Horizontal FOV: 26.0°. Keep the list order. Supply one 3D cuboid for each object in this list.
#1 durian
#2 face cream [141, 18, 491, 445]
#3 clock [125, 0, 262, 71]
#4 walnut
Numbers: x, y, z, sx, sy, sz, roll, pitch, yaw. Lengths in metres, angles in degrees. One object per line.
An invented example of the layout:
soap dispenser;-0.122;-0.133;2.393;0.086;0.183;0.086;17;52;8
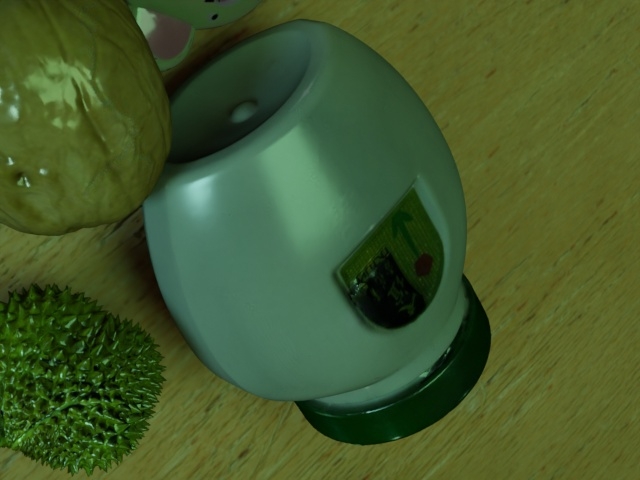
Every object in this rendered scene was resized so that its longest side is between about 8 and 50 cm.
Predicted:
durian;-0.209;0.114;1.157;0.198;0.159;0.146;13;98;-42
face cream;0.000;0.000;1.266;0.312;0.219;0.357;-49;131;-22
clock;-0.127;-0.319;1.145;0.284;0.114;0.309;-39;125;-28
walnut;-0.216;-0.106;1.070;0.195;0.195;0.221;-44;131;-23
